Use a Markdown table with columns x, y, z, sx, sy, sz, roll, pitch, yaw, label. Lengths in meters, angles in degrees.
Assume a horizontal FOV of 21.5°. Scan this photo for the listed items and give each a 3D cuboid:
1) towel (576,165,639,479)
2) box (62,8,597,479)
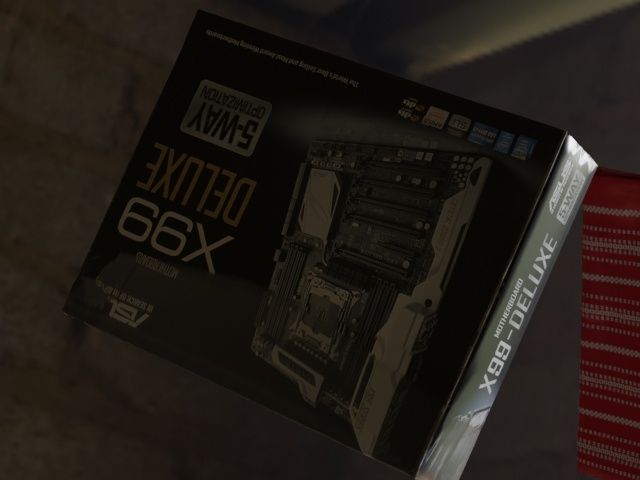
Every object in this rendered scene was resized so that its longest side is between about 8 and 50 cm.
| x | y | z | sx | sy | sz | roll | pitch | yaw | label |
| --- | --- | --- | --- | --- | --- | --- | --- | --- | --- |
| 0.276 | 0.079 | 1.370 | 0.031 | 0.275 | 0.199 | -6 | 11 | -32 | towel |
| 0.000 | 0.000 | 1.159 | 0.307 | 0.242 | 0.076 | 23 | -5 | 30 | box |
